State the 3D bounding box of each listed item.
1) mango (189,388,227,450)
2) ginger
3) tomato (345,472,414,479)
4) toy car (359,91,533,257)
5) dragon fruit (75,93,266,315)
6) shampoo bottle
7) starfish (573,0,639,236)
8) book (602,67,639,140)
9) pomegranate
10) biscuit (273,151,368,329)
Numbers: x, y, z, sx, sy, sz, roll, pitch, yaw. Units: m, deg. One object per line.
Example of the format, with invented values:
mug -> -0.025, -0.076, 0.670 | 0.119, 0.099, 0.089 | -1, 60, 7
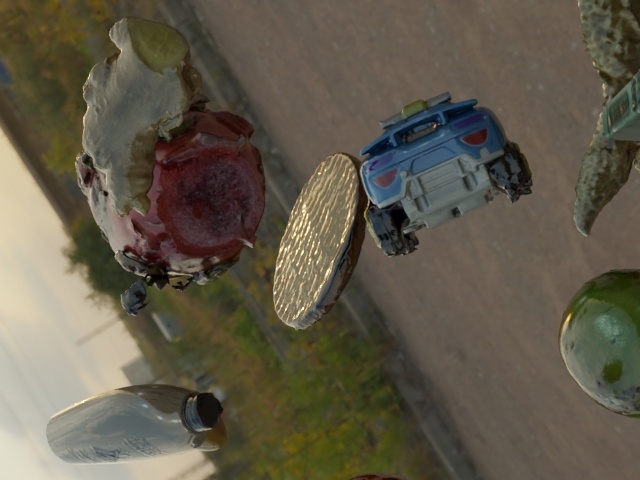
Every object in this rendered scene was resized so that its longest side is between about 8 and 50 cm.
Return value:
mango -> -0.183, 0.260, 1.467 | 0.114, 0.080, 0.060 | 31, -152, -23
ginger -> -0.213, -0.139, 1.150 | 0.137, 0.213, 0.074 | 36, -152, 23
tomato -> 0.036, 0.334, 0.835 | 0.265, 0.264, 0.265 | 55, 171, 14
toy car -> 0.143, -0.089, 1.251 | 0.314, 0.198, 0.166 | -1, -112, -78
dragon fruit -> -0.211, -0.069, 1.430 | 0.291, 0.250, 0.269 | 15, 118, 55
shampoo bottle -> -0.221, 0.222, 1.238 | 0.127, 0.256, 0.078 | 44, -137, -32
starfish -> 0.411, -0.202, 1.168 | 0.082, 0.323, 0.432 | -161, 70, -68
book -> 0.284, -0.074, 0.457 | 0.379, 0.264, 0.031 | 8, -96, -84
pomegranate -> 0.327, 0.083, 1.017 | 0.159, 0.159, 0.205 | 48, 130, 45
biscuit -> 0.000, 0.000, 1.777 | 0.040, 0.318, 0.318 | 19, -174, -22
